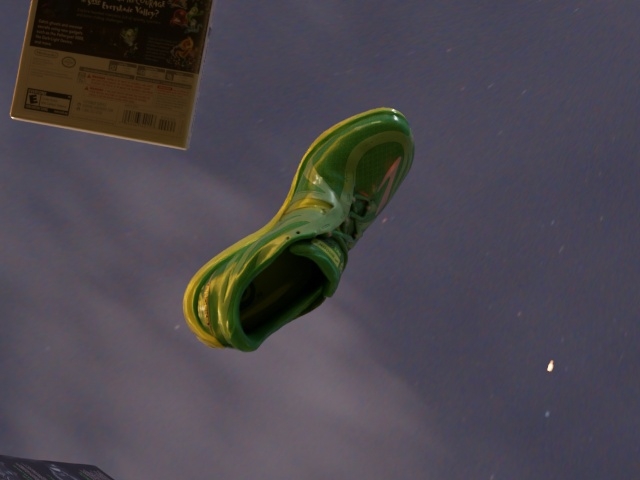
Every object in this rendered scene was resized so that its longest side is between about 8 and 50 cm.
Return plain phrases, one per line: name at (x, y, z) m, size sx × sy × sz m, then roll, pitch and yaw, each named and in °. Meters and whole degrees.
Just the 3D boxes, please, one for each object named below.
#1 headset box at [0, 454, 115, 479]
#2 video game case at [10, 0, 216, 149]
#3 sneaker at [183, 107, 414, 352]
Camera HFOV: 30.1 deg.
headset box at (-0.341, 0.373, 1.301) m, size 0.131 × 0.283 × 0.246 m, roll 30°, pitch -92°, yaw 26°
video game case at (-0.210, -0.193, 1.214) m, size 0.190 × 0.022 × 0.173 m, roll 11°, pitch -90°, yaw 9°
sneaker at (0.000, 0.000, 1.147) m, size 0.295 × 0.123 × 0.109 m, roll -49°, pitch -56°, yaw -9°
